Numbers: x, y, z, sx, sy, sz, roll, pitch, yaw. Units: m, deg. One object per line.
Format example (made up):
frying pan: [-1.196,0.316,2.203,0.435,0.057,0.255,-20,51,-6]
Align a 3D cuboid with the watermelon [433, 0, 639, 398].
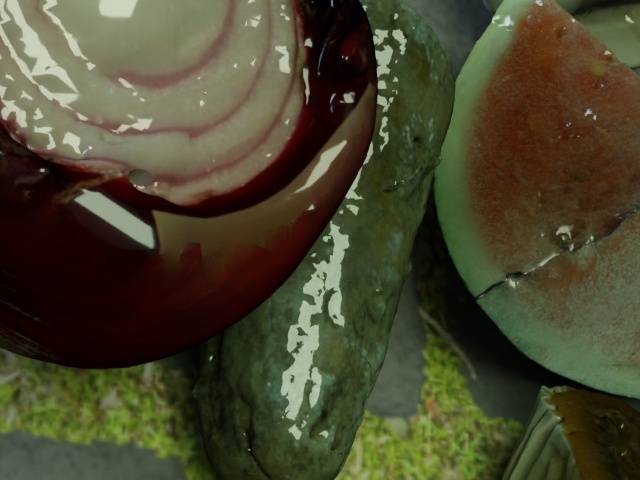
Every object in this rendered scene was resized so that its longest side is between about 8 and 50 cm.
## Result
watermelon: [0.187,-0.029,1.279,0.256,0.176,0.260,2,38,-36]

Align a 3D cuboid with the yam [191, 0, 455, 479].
yam: [0.000,0.000,1.193,0.133,0.133,0.330,20,66,-17]

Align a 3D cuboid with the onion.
onion: [-0.140,-0.104,1.069,0.341,0.341,0.341,9,67,-22]

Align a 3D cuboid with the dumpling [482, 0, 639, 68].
dumpling: [0.214,-0.229,1.382,0.243,0.175,0.227,1,99,-11]

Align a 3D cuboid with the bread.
bread: [0.223,0.188,1.190,0.192,0.110,0.210,13,33,-21]
